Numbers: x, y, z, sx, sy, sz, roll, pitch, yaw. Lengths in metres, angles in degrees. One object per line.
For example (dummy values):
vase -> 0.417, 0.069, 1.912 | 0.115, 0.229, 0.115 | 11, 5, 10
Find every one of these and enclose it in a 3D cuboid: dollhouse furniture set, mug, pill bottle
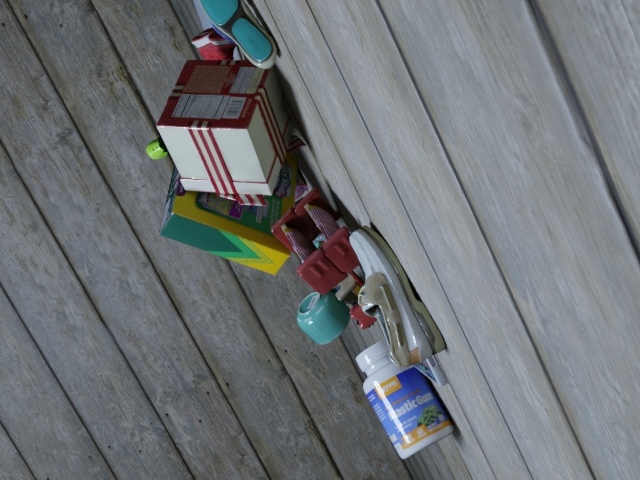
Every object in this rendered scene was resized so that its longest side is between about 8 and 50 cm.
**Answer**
dollhouse furniture set -> 0.064, 0.067, 1.897 | 0.374, 0.152, 0.201 | 45, -173, -41
mug -> -0.001, 0.187, 2.057 | 0.097, 0.129, 0.158 | 45, -174, -24
pill bottle -> 0.199, 0.382, 1.926 | 0.272, 0.152, 0.152 | 60, 174, 17

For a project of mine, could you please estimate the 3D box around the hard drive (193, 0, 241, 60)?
hard drive -> -0.300, -0.617, 2.225 | 0.233, 0.047, 0.353 | 60, 173, 21

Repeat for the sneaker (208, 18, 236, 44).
sneaker -> -0.209, -0.520, 1.728 | 0.087, 0.083, 0.221 | 50, 170, 40

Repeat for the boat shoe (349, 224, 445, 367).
boat shoe -> 0.125, 0.107, 1.543 | 0.302, 0.103, 0.113 | 60, 173, 25

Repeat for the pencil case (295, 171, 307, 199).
pencil case -> -0.151, -0.240, 2.289 | 0.284, 0.124, 0.124 | 60, 174, 11

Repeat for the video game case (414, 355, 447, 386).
video game case -> 0.209, 0.223, 1.755 | 0.183, 0.023, 0.201 | 63, 173, -7

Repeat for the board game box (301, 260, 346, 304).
board game box -> 0.021, 0.128, 2.519 | 0.193, 0.053, 0.305 | 63, -174, 0

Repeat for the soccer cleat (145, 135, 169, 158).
soccer cleat -> -0.339, -0.245, 1.873 | 0.072, 0.179, 0.060 | -17, 107, 45

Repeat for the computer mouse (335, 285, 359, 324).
computer mouse -> 0.094, 0.186, 2.395 | 0.184, 0.060, 0.262 | 62, 175, 16

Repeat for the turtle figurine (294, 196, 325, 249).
turtle figurine -> 0.000, 0.000, 2.150 | 0.175, 0.118, 0.234 | 82, 165, -74

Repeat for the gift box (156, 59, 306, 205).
gift box -> -0.193, -0.242, 1.811 | 0.258, 0.276, 0.255 | 74, -150, -53

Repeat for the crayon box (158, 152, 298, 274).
crayon box -> -0.224, -0.121, 2.012 | 0.106, 0.313, 0.363 | -49, 28, 42

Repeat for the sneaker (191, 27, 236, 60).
sneaker -> -0.225, -0.465, 1.939 | 0.221, 0.087, 0.128 | 22, 148, 57

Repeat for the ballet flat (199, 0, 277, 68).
ballet flat -> -0.172, -0.459, 1.639 | 0.248, 0.086, 0.086 | 55, 173, 7

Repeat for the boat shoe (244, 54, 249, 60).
boat shoe -> -0.163, -0.429, 1.916 | 0.049, 0.042, 0.133 | -118, 15, -75
